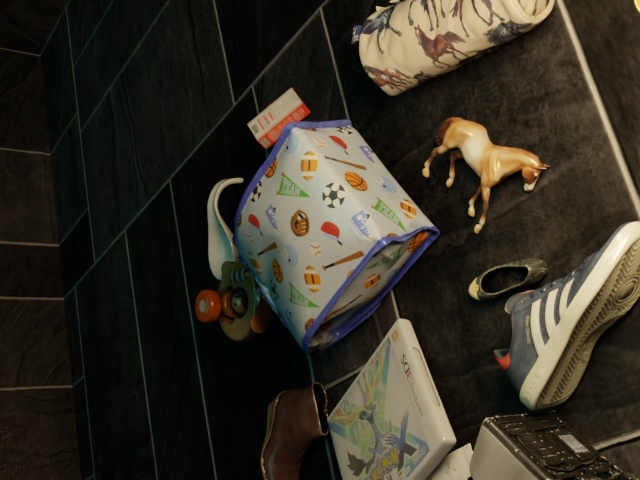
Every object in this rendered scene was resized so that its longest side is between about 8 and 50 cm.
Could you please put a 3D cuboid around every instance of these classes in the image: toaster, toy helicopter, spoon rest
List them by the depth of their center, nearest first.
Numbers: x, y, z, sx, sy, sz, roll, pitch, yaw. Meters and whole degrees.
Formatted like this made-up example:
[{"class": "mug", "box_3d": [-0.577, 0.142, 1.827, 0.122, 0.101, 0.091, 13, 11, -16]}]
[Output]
[{"class": "toaster", "box_3d": [0.348, 0.356, 1.306, 0.185, 0.168, 0.110, 43, 123, 49]}, {"class": "toy helicopter", "box_3d": [-0.167, 0.078, 2.082, 0.235, 0.140, 0.355, 27, 106, 50]}, {"class": "spoon rest", "box_3d": [-0.259, -0.032, 2.263, 0.137, 0.084, 0.277, -1, 85, 55]}]

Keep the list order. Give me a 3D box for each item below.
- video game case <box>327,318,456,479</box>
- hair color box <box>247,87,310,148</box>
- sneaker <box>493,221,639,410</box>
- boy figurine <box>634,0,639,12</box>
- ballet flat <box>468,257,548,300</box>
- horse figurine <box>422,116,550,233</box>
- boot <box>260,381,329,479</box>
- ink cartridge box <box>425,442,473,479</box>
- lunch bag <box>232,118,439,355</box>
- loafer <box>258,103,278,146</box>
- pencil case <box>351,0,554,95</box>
[{"class": "video game case", "box_3d": [0.126, 0.371, 1.670, 0.329, 0.036, 0.300, -60, 30, 32]}, {"class": "hair color box", "box_3d": [-0.101, -0.294, 2.046, 0.141, 0.043, 0.072, -38, 50, 8]}, {"class": "sneaker", "box_3d": [0.375, 0.095, 1.321, 0.148, 0.131, 0.350, 52, 126, 41]}, {"class": "boy figurine", "box_3d": [0.530, -0.275, 1.178, 0.177, 0.092, 0.285, -43, 57, 47]}, {"class": "ballet flat", "box_3d": [0.317, 0.064, 1.475, 0.173, 0.049, 0.058, -29, 63, 50]}, {"class": "horse figurine", "box_3d": [0.277, -0.143, 1.540, 0.263, 0.066, 0.175, 56, 135, 38]}, {"class": "boot", "box_3d": [-0.053, 0.456, 1.917, 0.207, 0.090, 0.249, -31, 58, 51]}, {"class": "ink cartridge box", "box_3d": [0.239, 0.489, 1.545, 0.224, 0.056, 0.181, -41, 54, 40]}, {"class": "lunch bag", "box_3d": [0.000, 0.000, 1.727, 0.328, 0.238, 0.385, 53, 127, 24]}, {"class": "loafer", "box_3d": [-0.112, -0.278, 2.102, 0.170, 0.062, 0.061, 52, 122, 42]}, {"class": "pencil case", "box_3d": [0.236, -0.409, 1.542, 0.410, 0.159, 0.184, -17, 88, 53]}]
